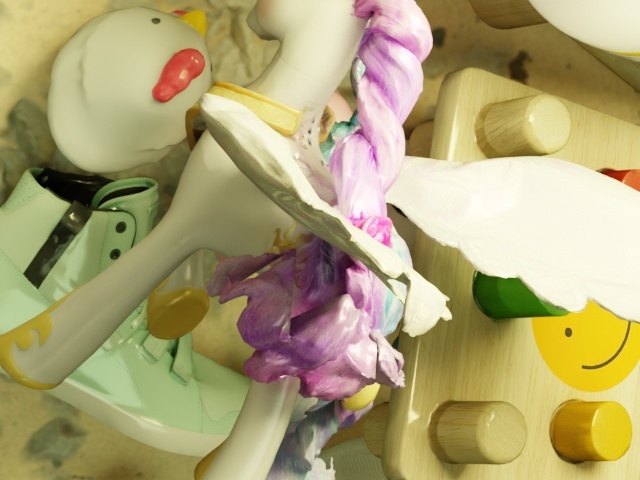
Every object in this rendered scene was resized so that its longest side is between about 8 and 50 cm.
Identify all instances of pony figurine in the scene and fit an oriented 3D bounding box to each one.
[{"bbox_3d":[0.000,0.000,0.949,0.303,0.351,0.363,8,118,-44],"label":"pony figurine"}]

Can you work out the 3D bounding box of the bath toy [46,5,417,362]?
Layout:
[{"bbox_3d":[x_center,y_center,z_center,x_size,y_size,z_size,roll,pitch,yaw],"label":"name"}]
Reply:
[{"bbox_3d":[-0.010,-0.038,1.170,0.348,0.129,0.151,35,64,-23],"label":"bath toy"}]

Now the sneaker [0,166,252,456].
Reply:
[{"bbox_3d":[-0.113,0.045,1.216,0.256,0.094,0.151,25,108,-23],"label":"sneaker"}]

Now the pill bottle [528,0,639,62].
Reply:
[{"bbox_3d":[0.223,-0.186,1.031,0.334,0.188,0.188,11,119,-47],"label":"pill bottle"}]

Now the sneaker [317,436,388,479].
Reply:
[{"bbox_3d":[0.073,0.203,1.249,0.169,0.292,0.108,17,81,-23],"label":"sneaker"}]

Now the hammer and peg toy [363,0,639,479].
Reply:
[{"bbox_3d":[0.178,-0.005,1.133,0.266,0.127,0.361,17,77,-30],"label":"hammer and peg toy"}]
